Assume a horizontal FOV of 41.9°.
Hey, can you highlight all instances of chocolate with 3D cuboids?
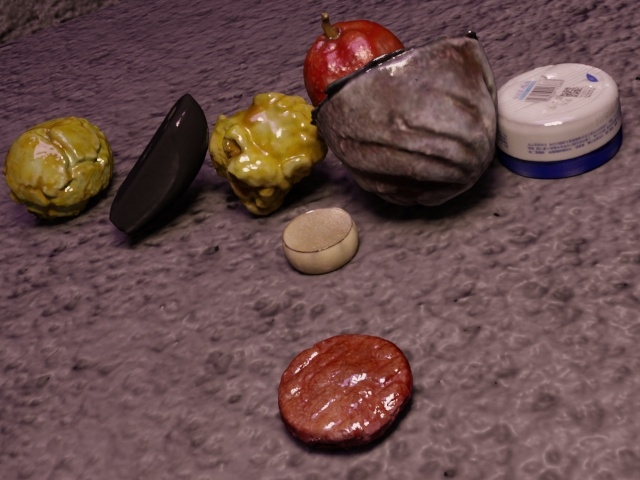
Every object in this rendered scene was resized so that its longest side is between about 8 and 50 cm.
[{"bbox_3d":[0.154,-0.159,1.308,0.303,0.303,0.213,-24,80,-4],"label":"chocolate"}]

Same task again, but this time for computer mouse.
[{"bbox_3d":[-0.275,-0.131,1.503,0.269,0.100,0.170,-53,17,17],"label":"computer mouse"}]

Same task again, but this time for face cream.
[{"bbox_3d":[0.383,-0.201,1.360,0.205,0.111,0.206,-11,36,8],"label":"face cream"}]

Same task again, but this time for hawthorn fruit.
[{"bbox_3d":[0.064,-0.311,1.523,0.205,0.253,0.205,-23,28,13],"label":"hawthorn fruit"}]

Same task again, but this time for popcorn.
[{"bbox_3d":[-0.509,-0.147,1.637,0.204,0.184,0.221,4,40,20],"label":"popcorn"},{"bbox_3d":[-0.090,-0.146,1.459,0.226,0.200,0.203,-4,79,13],"label":"popcorn"}]

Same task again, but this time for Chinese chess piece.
[{"bbox_3d":[0.000,0.000,1.318,0.122,0.051,0.122,-11,36,8],"label":"Chinese chess piece"}]

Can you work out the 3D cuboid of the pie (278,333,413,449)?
[{"bbox_3d":[0.030,0.187,1.057,0.182,0.050,0.182,-13,34,9],"label":"pie"}]
